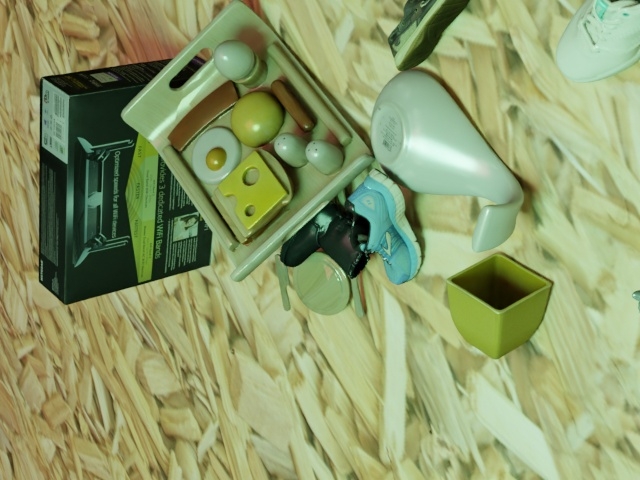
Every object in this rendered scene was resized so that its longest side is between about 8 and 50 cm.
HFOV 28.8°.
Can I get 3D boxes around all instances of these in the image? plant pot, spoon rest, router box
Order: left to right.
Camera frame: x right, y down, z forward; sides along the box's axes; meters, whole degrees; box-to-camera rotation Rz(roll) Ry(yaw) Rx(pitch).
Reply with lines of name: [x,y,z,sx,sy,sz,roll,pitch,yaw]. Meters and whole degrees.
router box: [-0.261,-0.086,1.716,0.081,0.243,0.308,33,126,41]
spoon rest: [0.136,-0.085,1.364,0.276,0.084,0.137,53,138,46]
plant pot: [0.188,0.077,1.339,0.081,0.081,0.083,34,137,40]

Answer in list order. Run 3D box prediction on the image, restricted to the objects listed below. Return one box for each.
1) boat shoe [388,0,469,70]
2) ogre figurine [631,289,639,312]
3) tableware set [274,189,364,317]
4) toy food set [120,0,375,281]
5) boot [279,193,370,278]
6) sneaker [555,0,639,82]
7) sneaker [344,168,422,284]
boat shoe: [0.112,-0.244,1.341,0.049,0.056,0.152,56,139,15]
ogre figurine: [0.356,0.070,1.088,0.197,0.118,0.097,56,139,24]
tableware set: [0.000,0.000,1.581,0.128,0.039,0.194,3,111,36]
toy food set: [-0.098,-0.125,1.520,0.220,0.092,0.306,-43,58,11]
boot: [0.011,0.009,1.519,0.099,0.045,0.121,40,122,20]
sneaker: [0.269,-0.209,1.122,0.212,0.094,0.080,-40,72,50]
sneaker: [0.064,-0.007,1.440,0.063,0.073,0.162,37,158,46]
